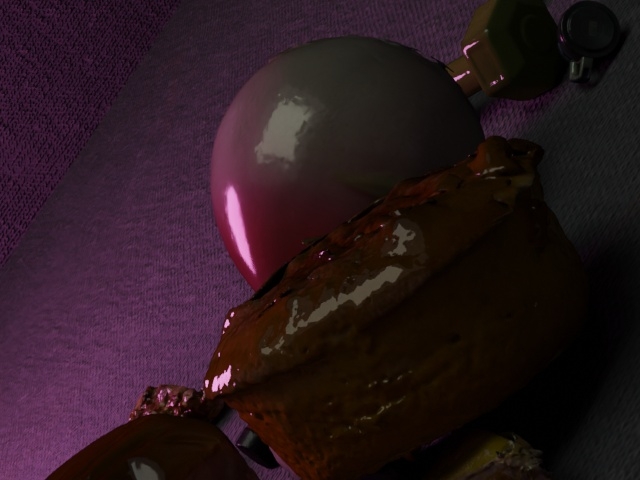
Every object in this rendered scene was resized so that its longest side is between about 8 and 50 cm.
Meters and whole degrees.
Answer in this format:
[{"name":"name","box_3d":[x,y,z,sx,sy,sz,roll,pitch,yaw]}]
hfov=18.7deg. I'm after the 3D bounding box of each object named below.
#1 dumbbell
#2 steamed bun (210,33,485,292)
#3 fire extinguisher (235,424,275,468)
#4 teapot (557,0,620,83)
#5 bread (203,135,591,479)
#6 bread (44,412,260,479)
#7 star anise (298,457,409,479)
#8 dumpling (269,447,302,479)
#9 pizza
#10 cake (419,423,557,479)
[{"name":"dumbbell","box_3d":[0.152,-0.179,2.223,0.108,0.121,0.302,-31,3,-39]},{"name":"steamed bun","box_3d":[0.017,-0.039,2.006,0.309,0.309,0.309,-45,20,22]},{"name":"fire extinguisher","box_3d":[-0.028,0.164,2.132,0.177,0.050,0.062,-56,-19,-14]},{"name":"teapot","box_3d":[0.279,-0.206,2.061,0.057,0.066,0.088,123,155,-73]},{"name":"bread","box_3d":[0.079,0.065,1.727,0.358,0.204,0.337,-34,10,18]},{"name":"bread","box_3d":[-0.188,0.319,1.942,0.250,0.225,0.279,-12,36,49]},{"name":"star anise","box_3d":[0.033,0.235,1.841,0.195,0.065,0.182,-48,15,9]},{"name":"dumpling","box_3d":[-0.004,0.174,1.983,0.188,0.108,0.127,-37,45,34]},{"name":"pizza","box_3d":[-0.188,0.220,2.370,0.194,0.069,0.154,-38,23,41]},{"name":"cake","box_3d":[0.153,0.192,1.648,0.185,0.080,0.116,-46,4,48]}]
